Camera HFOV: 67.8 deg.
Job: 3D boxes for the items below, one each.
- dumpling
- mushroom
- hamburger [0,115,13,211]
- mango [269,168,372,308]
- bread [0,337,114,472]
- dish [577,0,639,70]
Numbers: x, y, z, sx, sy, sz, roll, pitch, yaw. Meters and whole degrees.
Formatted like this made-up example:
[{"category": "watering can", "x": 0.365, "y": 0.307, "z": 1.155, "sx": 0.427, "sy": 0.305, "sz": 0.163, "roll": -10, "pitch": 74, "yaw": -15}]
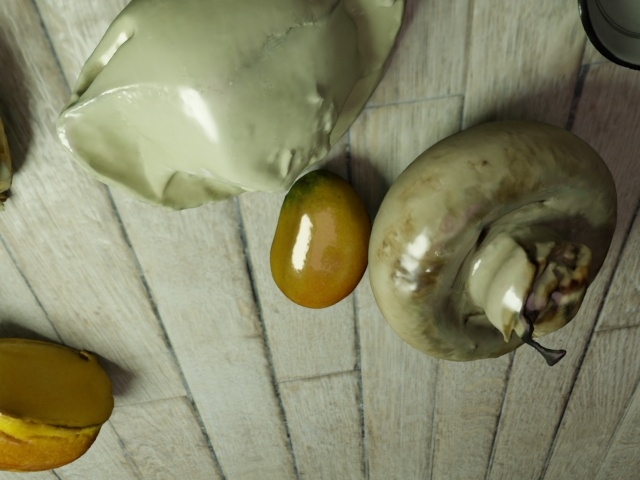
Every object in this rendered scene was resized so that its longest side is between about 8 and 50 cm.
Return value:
[{"category": "dumpling", "x": -0.075, "y": -0.169, "z": 0.568, "sx": 0.395, "sy": 0.233, "sz": 0.315, "roll": -34, "pitch": 156, "yaw": -1}, {"category": "mushroom", "x": 0.250, "y": 0.023, "z": 0.653, "sx": 0.362, "sy": 0.294, "sz": 0.362, "roll": -9, "pitch": 122, "yaw": -15}, {"category": "hamburger", "x": -0.484, "y": -0.104, "z": 0.536, "sx": 0.243, "sy": 0.146, "sz": 0.286, "roll": -24, "pitch": 136, "yaw": 13}, {"category": "mango", "x": 0.005, "y": 0.002, "z": 0.716, "sx": 0.151, "sy": 0.120, "sz": 0.221, "roll": 8, "pitch": 118, "yaw": -17}, {"category": "bread", "x": -0.481, "y": 0.267, "z": 0.778, "sx": 0.142, "sy": 0.195, "sz": 0.270, "roll": -44, "pitch": 135, "yaw": 14}, {"category": "dish", "x": 0.414, "y": -0.362, "z": 0.534, "sx": 0.316, "sy": 0.106, "sz": 0.316, "roll": -5, "pitch": 128, "yaw": -7}]
